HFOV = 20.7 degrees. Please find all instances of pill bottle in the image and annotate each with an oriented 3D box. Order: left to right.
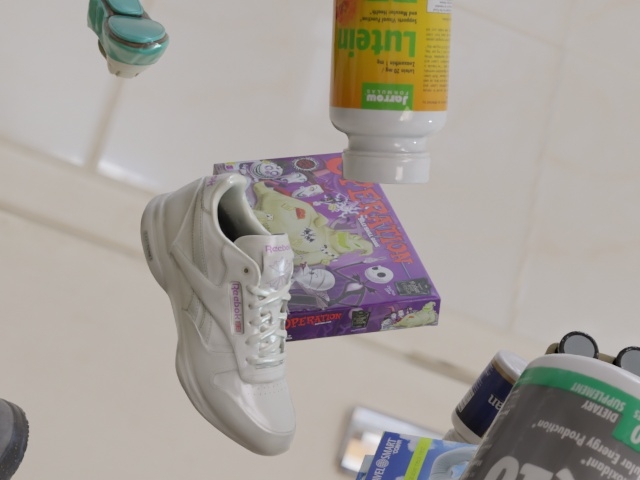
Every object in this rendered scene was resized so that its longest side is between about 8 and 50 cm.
[{"bbox_3d":[0.079,-0.190,2.000,0.136,0.136,0.246,-139,-129,-79],"label":"pill bottle"},{"bbox_3d":[0.250,0.251,2.564,0.169,0.094,0.094,-55,-166,16],"label":"pill bottle"},{"bbox_3d":[0.179,0.293,1.473,0.361,0.204,0.204,-57,-174,-19],"label":"pill bottle"}]

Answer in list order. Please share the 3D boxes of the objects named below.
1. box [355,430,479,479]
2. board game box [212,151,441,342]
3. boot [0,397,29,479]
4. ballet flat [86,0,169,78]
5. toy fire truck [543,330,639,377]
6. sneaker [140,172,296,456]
[{"bbox_3d":[0.118,0.252,1.816,0.109,0.178,0.042,-62,154,-54],"label":"box"},{"bbox_3d":[0.000,0.000,2.201,0.347,0.208,0.056,-116,-151,-52],"label":"board game box"},{"bbox_3d":[-0.419,0.206,1.785,0.118,0.222,0.338,-55,-161,8],"label":"boot"},{"bbox_3d":[-0.246,-0.255,2.230,0.247,0.083,0.087,-123,-141,-59],"label":"ballet flat"},{"bbox_3d":[0.384,0.280,2.376,0.158,0.217,0.246,104,1,-61],"label":"toy fire truck"},{"bbox_3d":[-0.085,0.074,1.823,0.152,0.305,0.114,-26,172,35],"label":"sneaker"}]
